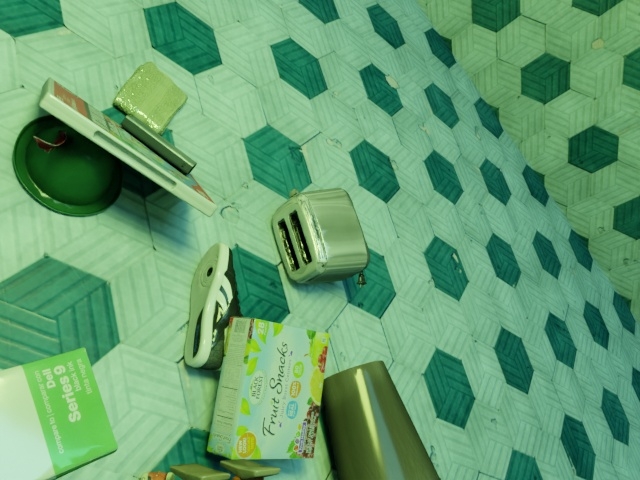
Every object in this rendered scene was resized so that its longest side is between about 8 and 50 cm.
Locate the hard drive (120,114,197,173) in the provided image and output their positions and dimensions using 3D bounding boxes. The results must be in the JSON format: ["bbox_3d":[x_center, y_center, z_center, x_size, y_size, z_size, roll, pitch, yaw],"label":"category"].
[{"bbox_3d":[-0.279,-0.166,0.987,0.135,0.022,0.094,37,3,-13],"label":"hard drive"}]

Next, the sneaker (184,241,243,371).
[{"bbox_3d":[-0.155,0.120,0.961,0.121,0.079,0.216,27,57,-36],"label":"sneaker"}]

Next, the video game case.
[{"bbox_3d":[-0.303,-0.149,0.896,0.285,0.025,0.204,36,3,-32],"label":"video game case"}]

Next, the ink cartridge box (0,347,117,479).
[{"bbox_3d":[-0.386,0.220,0.547,0.289,0.211,0.121,-10,75,-49],"label":"ink cartridge box"}]

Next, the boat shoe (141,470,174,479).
[{"bbox_3d":[-0.223,0.378,0.748,0.043,0.049,0.137,2,70,-2],"label":"boat shoe"}]

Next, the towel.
[{"bbox_3d":[-0.318,-0.271,1.069,0.110,0.027,0.148,39,44,-21],"label":"towel"}]

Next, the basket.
[{"bbox_3d":[0.094,0.344,1.017,0.204,0.154,0.226,4,60,-46],"label":"basket"}]

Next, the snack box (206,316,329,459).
[{"bbox_3d":[-0.078,0.238,0.908,0.174,0.070,0.207,21,71,-43],"label":"snack box"}]

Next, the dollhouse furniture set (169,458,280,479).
[{"bbox_3d":[-0.106,0.432,0.763,0.259,0.135,0.261,11,77,-38],"label":"dollhouse furniture set"}]

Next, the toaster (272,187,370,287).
[{"bbox_3d":[0.000,0.000,1.152,0.146,0.129,0.226,-4,72,-43],"label":"toaster"}]

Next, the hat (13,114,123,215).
[{"bbox_3d":[-0.342,-0.145,0.843,0.173,0.184,0.208,26,50,-34],"label":"hat"}]
